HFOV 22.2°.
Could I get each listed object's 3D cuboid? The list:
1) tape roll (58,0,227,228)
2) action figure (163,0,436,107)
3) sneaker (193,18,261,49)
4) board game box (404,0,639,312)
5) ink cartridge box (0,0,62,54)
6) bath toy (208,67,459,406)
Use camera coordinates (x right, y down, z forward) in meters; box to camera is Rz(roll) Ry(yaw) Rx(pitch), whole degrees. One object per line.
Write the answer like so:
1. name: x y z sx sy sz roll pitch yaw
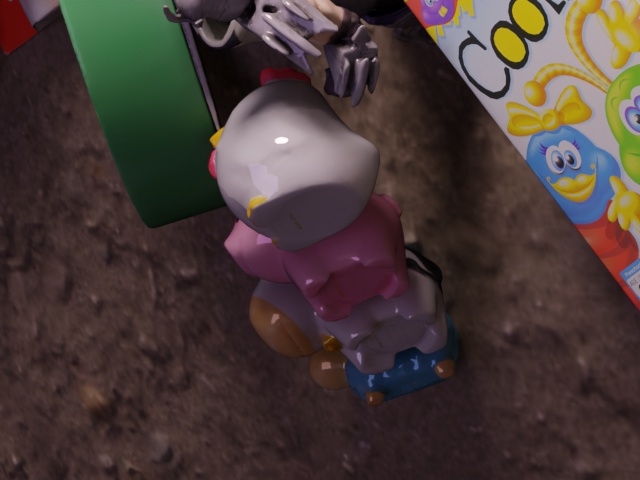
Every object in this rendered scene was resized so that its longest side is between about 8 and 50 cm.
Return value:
1. tape roll: -0.142 -0.171 1.238 0.321 0.077 0.321 162 90 -90
2. action figure: -0.005 -0.173 1.096 0.185 0.285 0.099 51 129 14
3. sneaker: -0.080 -0.271 1.250 0.094 0.091 0.258 -6 110 28
4. board game box: 0.200 -0.116 1.037 0.275 0.142 0.144 54 136 9
5. ink cartridge box: -0.290 -0.262 1.500 0.179 0.045 0.145 -24 92 44
6. bath toy: 0.000 0.000 1.192 0.348 0.151 0.129 64 -170 -57
